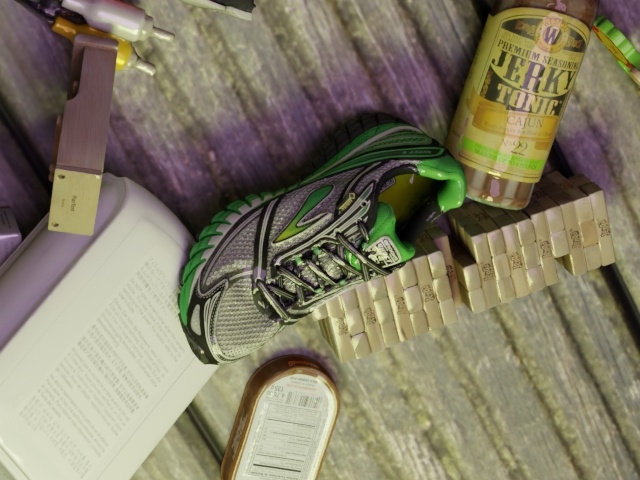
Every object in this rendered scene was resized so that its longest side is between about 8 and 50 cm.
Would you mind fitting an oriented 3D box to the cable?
[{"bbox_3d":[-0.276,-0.245,1.794,0.287,0.072,0.139,7,111,-21],"label":"cable"}]

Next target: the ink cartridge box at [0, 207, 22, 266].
[{"bbox_3d":[-0.393,0.050,1.869,0.190,0.082,0.139,-6,112,-17],"label":"ink cartridge box"}]

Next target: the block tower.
[{"bbox_3d":[0.141,0.027,2.020,0.335,0.091,0.097,-18,114,-9],"label":"block tower"}]

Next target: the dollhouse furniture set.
[{"bbox_3d":[-0.321,-0.113,1.772,0.242,0.161,0.212,8,144,-8],"label":"dollhouse furniture set"}]

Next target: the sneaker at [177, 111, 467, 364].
[{"bbox_3d":[0.000,0.000,1.883,0.343,0.146,0.134,-42,127,-17],"label":"sneaker"}]

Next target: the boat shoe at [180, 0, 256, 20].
[{"bbox_3d":[-0.099,-0.242,1.839,0.125,0.046,0.038,5,100,-61],"label":"boat shoe"}]

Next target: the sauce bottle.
[{"bbox_3d":[0.218,-0.205,1.944,0.111,0.111,0.344,11,106,-21],"label":"sauce bottle"}]

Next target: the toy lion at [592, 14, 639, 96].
[{"bbox_3d":[0.324,-0.197,1.999,0.034,0.096,0.100,-43,156,2],"label":"toy lion"}]

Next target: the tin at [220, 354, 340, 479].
[{"bbox_3d":[-0.044,0.217,2.067,0.106,0.040,0.190,12,106,-17],"label":"tin"}]

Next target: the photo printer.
[{"bbox_3d":[-0.228,0.104,1.865,0.307,0.107,0.256,-52,134,-22],"label":"photo printer"}]
